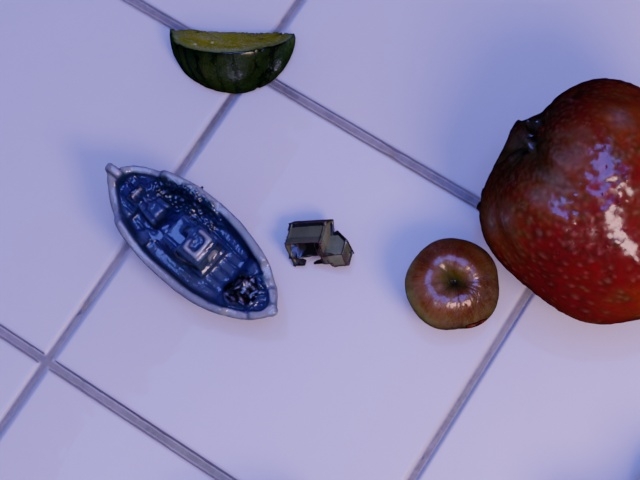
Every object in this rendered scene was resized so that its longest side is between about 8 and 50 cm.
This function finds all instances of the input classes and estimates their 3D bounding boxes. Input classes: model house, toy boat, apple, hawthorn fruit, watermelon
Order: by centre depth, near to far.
[{"bbox_3d":[0.380,-0.022,1.763,0.369,0.285,0.285,44,81,2],"label":"hawthorn fruit"},{"bbox_3d":[0.172,0.058,1.835,0.126,0.102,0.126,0,79,1],"label":"apple"},{"bbox_3d":[-0.172,0.000,1.852,0.309,0.142,0.129,41,82,12],"label":"toy boat"},{"bbox_3d":[0.000,0.000,1.892,0.083,0.057,0.058,-5,46,22],"label":"model house"},{"bbox_3d":[-0.127,-0.251,1.977,0.181,0.075,0.092,1,30,2],"label":"watermelon"}]
